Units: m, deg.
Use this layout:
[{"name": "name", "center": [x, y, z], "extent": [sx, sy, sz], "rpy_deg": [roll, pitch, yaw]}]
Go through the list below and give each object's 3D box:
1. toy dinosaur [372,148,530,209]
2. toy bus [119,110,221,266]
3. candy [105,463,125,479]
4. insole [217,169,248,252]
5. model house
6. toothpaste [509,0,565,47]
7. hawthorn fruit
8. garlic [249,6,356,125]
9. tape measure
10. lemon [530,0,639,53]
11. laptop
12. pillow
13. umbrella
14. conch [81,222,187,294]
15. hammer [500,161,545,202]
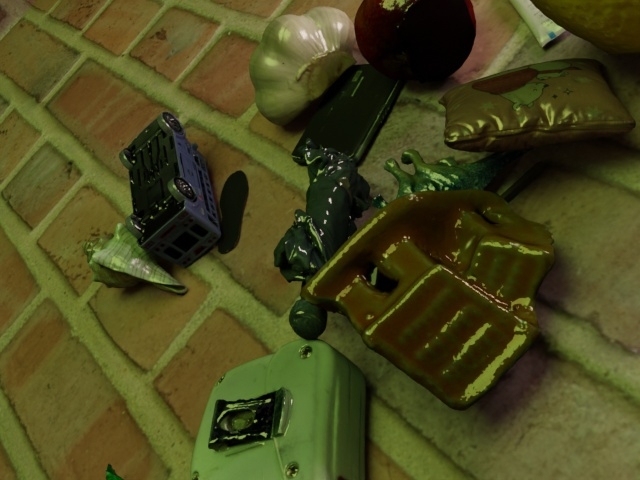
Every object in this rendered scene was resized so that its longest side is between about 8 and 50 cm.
[{"name": "toy dinosaur", "center": [0.160, -0.065, 1.239], "extent": [0.363, 0.076, 0.147], "rpy_deg": [-36, 48, 0]}, {"name": "toy bus", "center": [-0.265, -0.097, 1.613], "extent": [0.125, 0.133, 0.292], "rpy_deg": [-39, 41, 18]}, {"name": "candy", "center": [-0.199, 0.367, 1.149], "extent": [0.203, 0.141, 0.078], "rpy_deg": [-4, 38, 43]}, {"name": "insole", "center": [-0.153, -0.053, 1.572], "extent": [0.064, 0.004, 0.188], "rpy_deg": [-24, 44, 27]}, {"name": "model house", "center": [0.159, 0.059, 1.050], "extent": [0.268, 0.173, 0.239], "rpy_deg": [-45, 39, -1]}, {"name": "toothpaste", "center": [0.320, -0.356, 1.385], "extent": [0.048, 0.031, 0.190], "rpy_deg": [-33, 43, 12]}, {"name": "hawthorn fruit", "center": [0.152, -0.360, 1.427], "extent": [0.189, 0.189, 0.251], "rpy_deg": [-24, 36, 26]}, {"name": "garlic", "center": [-0.050, -0.319, 1.583], "extent": [0.229, 0.142, 0.178], "rpy_deg": [-59, 30, -1]}, {"name": "tape measure", "center": [-0.051, 0.252, 1.115], "extent": [0.246, 0.125, 0.243], "rpy_deg": [-22, 44, 27]}, {"name": "lemon", "center": [0.386, -0.391, 1.109], "extent": [0.336, 0.336, 0.336], "rpy_deg": [-24, 43, 25]}, {"name": "laptop", "center": [0.050, -0.213, 1.509], "extent": [0.154, 0.026, 0.207], "rpy_deg": [7, 62, 46]}, {"name": "pillow", "center": [0.268, -0.173, 1.172], "extent": [0.236, 0.084, 0.223], "rpy_deg": [-7, 26, 12]}, {"name": "umbrella", "center": [-0.003, -0.001, 1.237], "extent": [0.094, 0.143, 0.349], "rpy_deg": [-31, 30, 32]}, {"name": "conch", "center": [-0.338, 0.024, 1.569], "extent": [0.234, 0.137, 0.114], "rpy_deg": [-3, 71, 48]}, {"name": "hammer", "center": [0.186, -0.005, 1.206], "extent": [0.292, 0.029, 0.058], "rpy_deg": [-42, 41, 3]}]
